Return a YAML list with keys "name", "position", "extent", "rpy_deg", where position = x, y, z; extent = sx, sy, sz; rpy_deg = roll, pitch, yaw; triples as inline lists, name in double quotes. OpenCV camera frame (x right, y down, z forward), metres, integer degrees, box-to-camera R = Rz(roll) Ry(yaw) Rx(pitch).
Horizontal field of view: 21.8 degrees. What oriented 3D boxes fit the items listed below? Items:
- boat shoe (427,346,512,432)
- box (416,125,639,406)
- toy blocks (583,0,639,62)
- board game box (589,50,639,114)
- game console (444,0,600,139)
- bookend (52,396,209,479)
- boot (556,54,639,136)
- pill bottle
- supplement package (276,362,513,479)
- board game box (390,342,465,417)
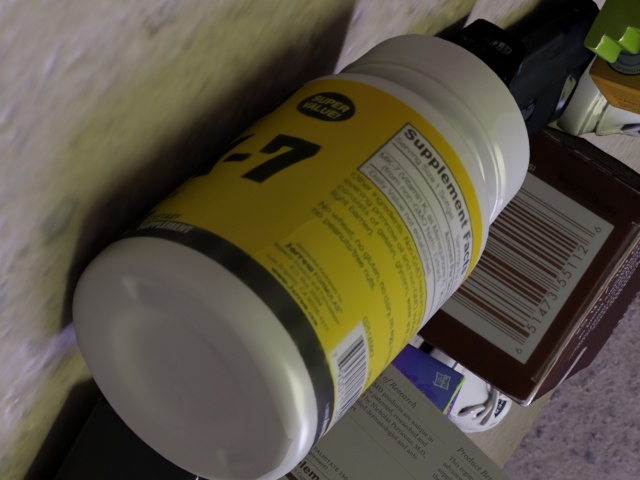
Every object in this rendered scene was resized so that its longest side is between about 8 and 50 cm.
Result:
- name: "boat shoe"
  position: [0.147, 0.147, 1.654]
  extent: [0.096, 0.088, 0.267]
  rpy_deg: [-53, 167, -8]
- name: "box"
  position: [0.202, 0.015, 1.429]
  extent: [0.191, 0.143, 0.381]
  rpy_deg: [-58, 168, 10]
- name: "toy blocks"
  position: [0.360, -0.236, 1.019]
  extent: [0.381, 0.261, 0.190]
  rpy_deg: [-62, 156, 7]
- name: "board game box"
  position: [0.361, -0.204, 1.135]
  extent: [0.317, 0.242, 0.064]
  rpy_deg: [-63, 148, -6]
- name: "game console"
  position: [0.090, -0.061, 1.068]
  extent: [0.361, 0.044, 0.213]
  rpy_deg: [-36, 158, -53]
- name: "bookend"
  position: [-0.059, 0.076, 0.804]
  extent: [0.156, 0.072, 0.157]
  rpy_deg: [-59, 166, 19]
- name: "boot"
  position: [0.304, -0.126, 1.469]
  extent: [0.258, 0.123, 0.095]
  rpy_deg: [-35, 155, -56]
- name: "pill bottle"
  position: [0.000, 0.000, 0.731]
  extent: [0.208, 0.119, 0.119]
  rpy_deg: [-44, 162, -40]
- name: "supplement package"
  position: [0.059, 0.221, 1.079]
  extent: [0.145, 0.262, 0.204]
  rpy_deg: [-43, 171, -18]
- name: "board game box"
  position: [-0.018, 0.268, 1.308]
  extent: [0.347, 0.078, 0.233]
  rpy_deg: [-56, 169, -29]
